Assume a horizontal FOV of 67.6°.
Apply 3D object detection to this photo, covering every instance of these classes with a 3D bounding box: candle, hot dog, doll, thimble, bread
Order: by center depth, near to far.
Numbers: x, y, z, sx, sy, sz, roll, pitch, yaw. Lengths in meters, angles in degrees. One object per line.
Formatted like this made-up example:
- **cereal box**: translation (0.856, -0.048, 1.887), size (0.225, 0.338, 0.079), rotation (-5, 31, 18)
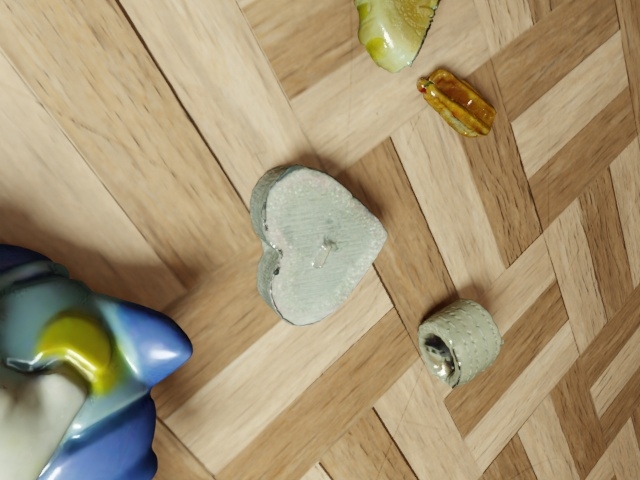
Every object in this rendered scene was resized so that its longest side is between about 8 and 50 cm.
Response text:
- **doll**: translation (-0.256, 0.123, 0.354), size (0.365, 0.187, 0.376), rotation (33, 59, -49)
- **bread**: translation (0.085, -0.278, 0.562), size (0.094, 0.083, 0.157), rotation (-2, 100, -29)
- **candle**: translation (0.000, 0.000, 0.579), size (0.168, 0.068, 0.192), rotation (-9, 107, -27)
- **hot dog**: translation (0.193, -0.192, 0.675), size (0.144, 0.038, 0.062), rotation (22, 91, -31)
- **thimble**: translation (0.206, 0.154, 0.719), size (0.090, 0.102, 0.115), rotation (-26, 106, -24)
